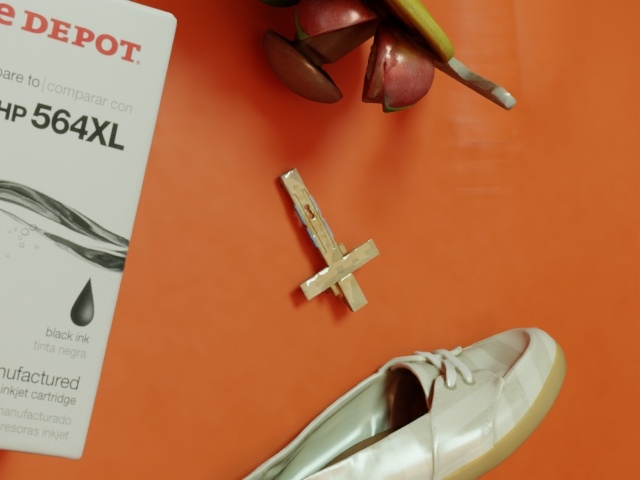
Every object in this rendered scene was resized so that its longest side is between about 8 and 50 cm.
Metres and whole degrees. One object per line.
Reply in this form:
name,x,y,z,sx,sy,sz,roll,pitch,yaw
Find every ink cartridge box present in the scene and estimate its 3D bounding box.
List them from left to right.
ink cartridge box,-0.162,-0.020,0.636,0.148,0.086,0.203,13,87,-31

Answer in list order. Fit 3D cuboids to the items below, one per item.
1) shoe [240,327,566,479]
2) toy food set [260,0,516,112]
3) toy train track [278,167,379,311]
shoe,0.043,0.102,0.777,0.219,0.076,0.058,-33,115,-23
toy food set,-0.006,-0.114,0.714,0.071,0.128,0.218,-48,122,3
toy train track,0.000,0.000,0.781,0.048,0.014,0.083,-32,104,-18
